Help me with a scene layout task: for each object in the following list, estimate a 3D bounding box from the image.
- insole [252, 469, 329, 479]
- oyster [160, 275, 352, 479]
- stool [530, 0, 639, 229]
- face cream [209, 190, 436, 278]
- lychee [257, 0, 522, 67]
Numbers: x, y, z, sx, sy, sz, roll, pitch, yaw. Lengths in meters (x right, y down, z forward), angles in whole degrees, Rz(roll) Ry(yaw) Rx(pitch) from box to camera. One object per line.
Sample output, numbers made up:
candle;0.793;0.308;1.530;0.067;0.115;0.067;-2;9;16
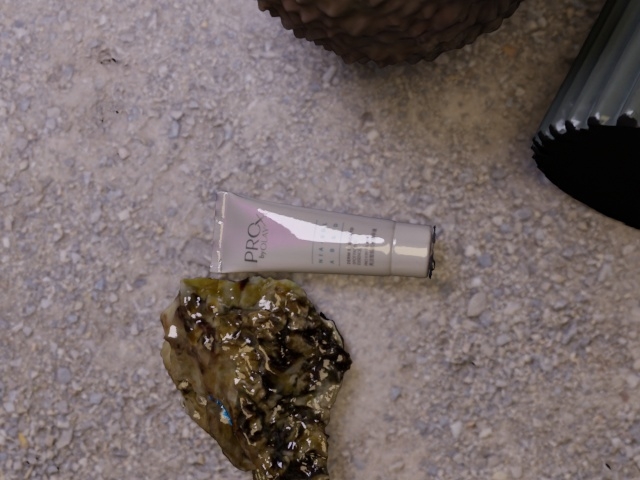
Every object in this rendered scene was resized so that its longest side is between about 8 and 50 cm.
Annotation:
insole;-0.014;0.331;0.612;0.086;0.005;0.253;-19;89;6
oyster;-0.082;0.143;0.579;0.223;0.083;0.214;8;88;13
stool;0.376;-0.172;0.427;0.297;0.297;0.330;25;90;4
face cream;0.000;0.000;0.581;0.244;0.058;0.092;5;87;10
lychee;0.069;-0.344;0.418;0.380;0.380;0.432;-25;63;5
